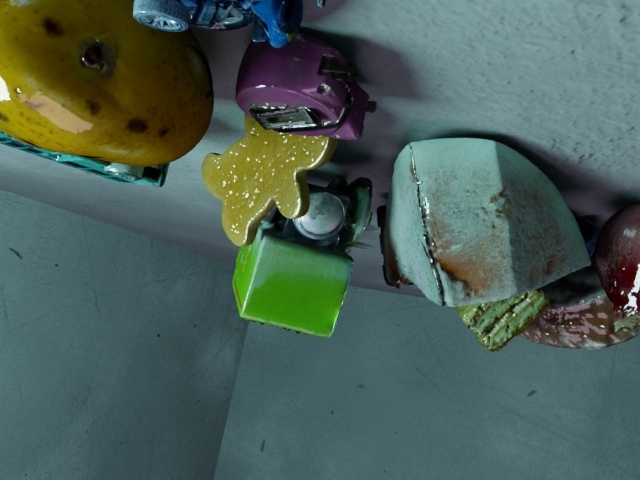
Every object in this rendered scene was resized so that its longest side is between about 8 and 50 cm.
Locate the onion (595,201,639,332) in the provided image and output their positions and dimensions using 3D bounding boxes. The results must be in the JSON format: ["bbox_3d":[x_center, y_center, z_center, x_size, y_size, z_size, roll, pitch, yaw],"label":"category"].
[{"bbox_3d":[0.440,0.043,0.702,0.159,0.195,0.159,29,163,10],"label":"onion"}]

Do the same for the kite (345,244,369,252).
[{"bbox_3d":[0.000,0.000,1.582,0.267,0.013,0.323,21,169,-41],"label":"kite"}]

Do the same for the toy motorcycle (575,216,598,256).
[{"bbox_3d":[0.367,-0.014,0.846,0.205,0.076,0.114,18,160,-23],"label":"toy motorcycle"}]

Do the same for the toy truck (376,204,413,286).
[{"bbox_3d":[0.212,-0.001,0.948,0.165,0.147,0.224,-9,-176,-36],"label":"toy truck"}]

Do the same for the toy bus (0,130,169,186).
[{"bbox_3d":[-0.320,-0.159,0.656,0.147,0.128,0.256,6,171,42],"label":"toy bus"}]

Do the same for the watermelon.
[{"bbox_3d":[0.209,0.018,0.703,0.289,0.214,0.320,18,143,-1],"label":"watermelon"}]

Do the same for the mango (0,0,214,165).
[{"bbox_3d":[-0.197,-0.146,0.504,0.190,0.160,0.290,3,175,1],"label":"mango"}]

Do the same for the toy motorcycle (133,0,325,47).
[{"bbox_3d":[-0.043,-0.176,0.323,0.135,0.092,0.254,4,-179,-11],"label":"toy motorcycle"}]

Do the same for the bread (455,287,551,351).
[{"bbox_3d":[0.289,0.097,0.857,0.102,0.138,0.196,42,-173,2],"label":"bread"}]

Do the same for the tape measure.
[{"bbox_3d":[-0.017,-0.145,0.511,0.125,0.074,0.118,6,169,23],"label":"tape measure"}]

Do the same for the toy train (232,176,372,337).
[{"bbox_3d":[-0.040,0.002,0.832,0.173,0.249,0.307,15,-175,-14],"label":"toy train"}]

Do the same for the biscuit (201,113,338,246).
[{"bbox_3d":[-0.060,-0.093,0.654,0.240,0.158,0.035,-30,168,40],"label":"biscuit"}]

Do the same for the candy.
[{"bbox_3d":[0.457,0.100,0.955,0.214,0.157,0.289,-32,-171,-20],"label":"candy"}]
